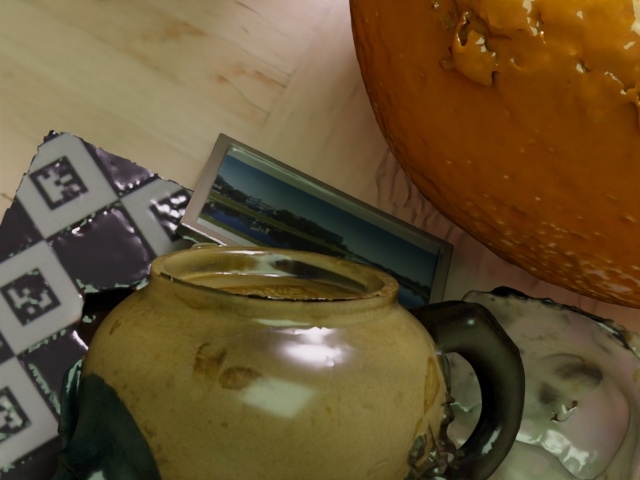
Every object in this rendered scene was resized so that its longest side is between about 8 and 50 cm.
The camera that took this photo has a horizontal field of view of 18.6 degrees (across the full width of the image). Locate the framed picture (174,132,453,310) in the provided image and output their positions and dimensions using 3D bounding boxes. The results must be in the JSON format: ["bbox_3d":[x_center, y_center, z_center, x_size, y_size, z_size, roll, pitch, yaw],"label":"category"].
[{"bbox_3d":[0.000,0.000,1.060,0.149,0.011,0.109,25,31,-5],"label":"framed picture"}]

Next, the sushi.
[{"bbox_3d":[-0.085,0.084,1.036,0.231,0.047,0.219,25,64,-7],"label":"sushi"}]

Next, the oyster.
[{"bbox_3d":[0.129,0.119,1.060,0.163,0.081,0.191,-3,87,13],"label":"oyster"}]

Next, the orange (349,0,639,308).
[{"bbox_3d":[0.183,-0.123,1.029,0.340,0.293,0.340,-2,64,4],"label":"orange"}]

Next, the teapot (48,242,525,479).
[{"bbox_3d":[-0.017,0.102,0.949,0.269,0.173,0.182,-1,102,-30],"label":"teapot"}]
